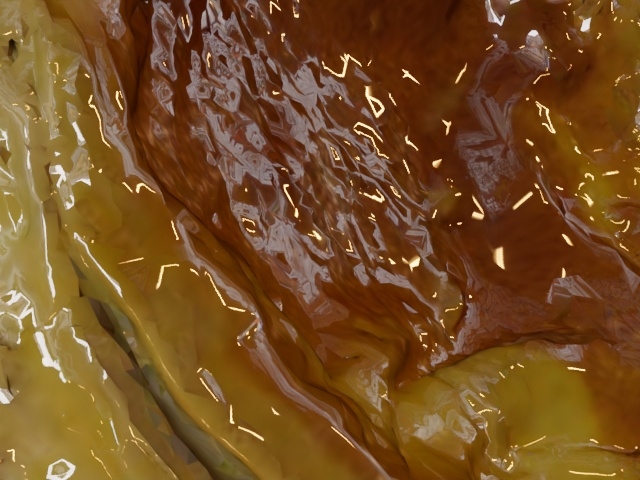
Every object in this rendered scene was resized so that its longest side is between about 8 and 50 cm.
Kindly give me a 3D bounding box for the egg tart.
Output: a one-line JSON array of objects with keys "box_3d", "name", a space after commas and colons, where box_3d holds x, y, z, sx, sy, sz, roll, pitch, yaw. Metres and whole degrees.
[{"box_3d": [0.000, 0.000, 0.494, 0.352, 0.150, 0.352, 28, 48, -35], "name": "egg tart"}]
